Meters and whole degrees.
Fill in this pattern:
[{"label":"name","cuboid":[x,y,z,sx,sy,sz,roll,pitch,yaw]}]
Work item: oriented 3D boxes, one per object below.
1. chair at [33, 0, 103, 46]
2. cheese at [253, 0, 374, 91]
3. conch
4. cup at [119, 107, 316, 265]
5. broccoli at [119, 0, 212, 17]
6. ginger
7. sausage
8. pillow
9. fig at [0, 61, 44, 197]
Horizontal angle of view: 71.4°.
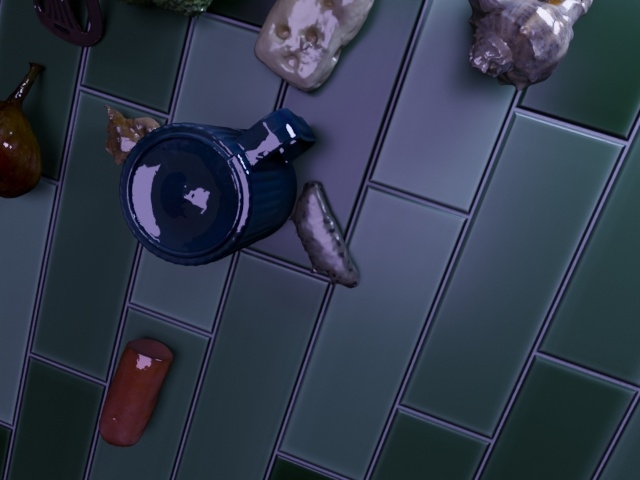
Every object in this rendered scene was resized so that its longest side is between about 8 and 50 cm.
[{"label":"chair","cuboid":[-0.486,-0.582,0.872,0.175,0.183,0.326,27,147,2]},{"label":"cheese","cuboid":[-0.007,-0.420,0.829,0.159,0.093,0.263,35,110,-3]},{"label":"conch","cuboid":[0.340,-0.374,0.765,0.291,0.159,0.210,-39,82,-25]},{"label":"cup","cuboid":[-0.160,-0.094,0.814,0.307,0.292,0.242,-4,99,11]},{"label":"broccoli","cuboid":[-0.271,-0.571,0.803,0.253,0.186,0.302,20,109,14]},{"label":"ginger","cuboid":[-0.398,-0.176,0.959,0.132,0.059,0.214,4,102,0]},{"label":"sausage","cuboid":[-0.432,0.357,1.029,0.113,0.113,0.259,25,101,4]},{"label":"pillow","cuboid":[-0.001,-0.001,0.928,0.093,0.051,0.241,-23,97,7]},{"label":"fig","cuboid":[-0.686,-0.237,0.947,0.190,0.190,0.291,-5,82,10]}]
